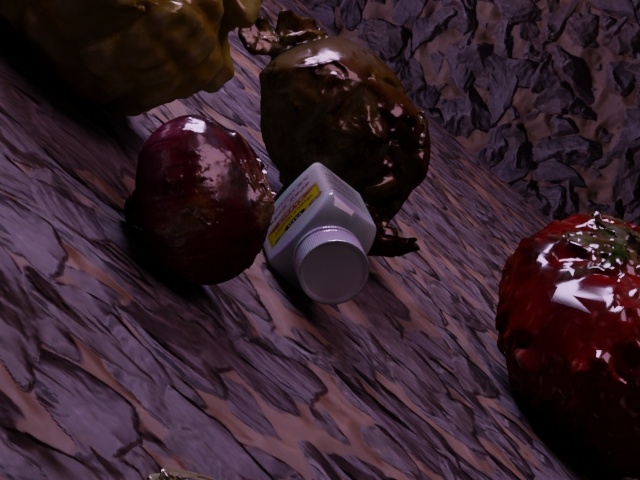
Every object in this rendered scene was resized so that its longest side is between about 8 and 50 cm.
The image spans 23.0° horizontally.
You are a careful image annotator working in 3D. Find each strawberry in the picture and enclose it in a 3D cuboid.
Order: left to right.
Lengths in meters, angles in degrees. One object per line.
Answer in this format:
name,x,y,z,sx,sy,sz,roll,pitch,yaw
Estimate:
strawberry,0.287,0.110,1.443,0.274,0.220,0.274,5,27,-3

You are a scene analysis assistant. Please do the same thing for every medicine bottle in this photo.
medicine bottle,0.000,0.000,1.161,0.055,0.074,0.118,39,13,-23

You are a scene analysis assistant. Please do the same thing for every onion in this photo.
onion,-0.076,-0.024,0.966,0.107,0.097,0.107,-17,90,-72

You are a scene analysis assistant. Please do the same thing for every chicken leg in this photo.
chicken leg,0.034,-0.075,1.418,0.361,0.140,0.211,49,22,-72

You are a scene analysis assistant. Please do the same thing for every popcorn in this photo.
popcorn,-0.141,-0.189,1.132,0.189,0.169,0.218,32,19,-45

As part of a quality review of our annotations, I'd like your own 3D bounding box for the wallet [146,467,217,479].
wallet,-0.007,0.151,0.665,0.155,0.039,0.110,30,18,-51
